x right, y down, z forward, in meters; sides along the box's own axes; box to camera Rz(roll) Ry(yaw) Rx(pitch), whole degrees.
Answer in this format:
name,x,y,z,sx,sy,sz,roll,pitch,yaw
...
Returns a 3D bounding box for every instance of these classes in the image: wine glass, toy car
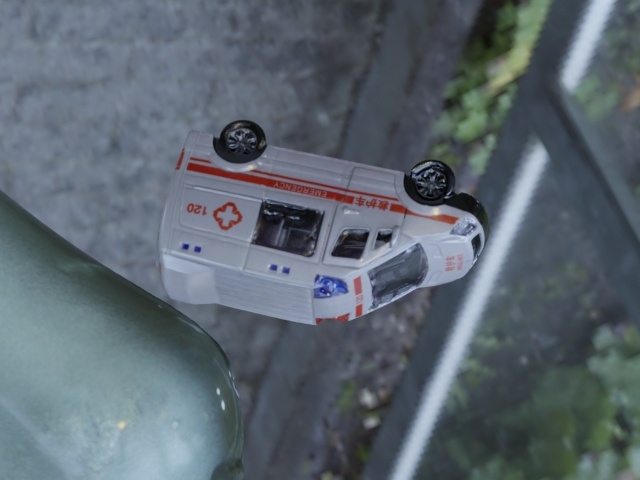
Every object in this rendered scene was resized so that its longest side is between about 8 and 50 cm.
name,x,y,z,sx,sy,sz,roll,pitch,yaw
wine glass,-0.087,0.063,0.726,0.103,0.231,0.103,-50,175,-6
toy car,0.000,0.000,1.242,0.210,0.108,0.089,12,152,7
